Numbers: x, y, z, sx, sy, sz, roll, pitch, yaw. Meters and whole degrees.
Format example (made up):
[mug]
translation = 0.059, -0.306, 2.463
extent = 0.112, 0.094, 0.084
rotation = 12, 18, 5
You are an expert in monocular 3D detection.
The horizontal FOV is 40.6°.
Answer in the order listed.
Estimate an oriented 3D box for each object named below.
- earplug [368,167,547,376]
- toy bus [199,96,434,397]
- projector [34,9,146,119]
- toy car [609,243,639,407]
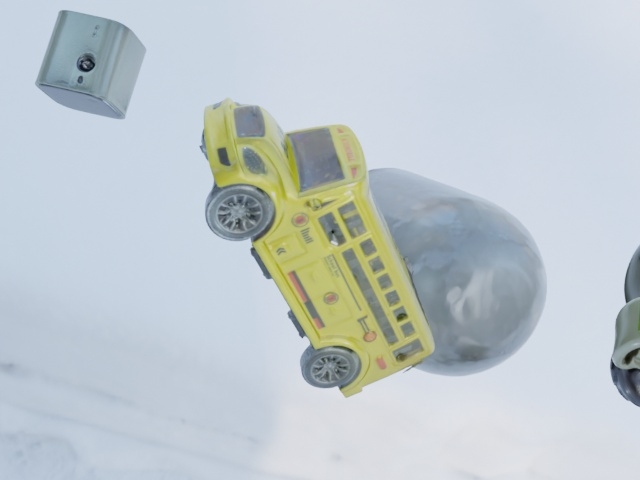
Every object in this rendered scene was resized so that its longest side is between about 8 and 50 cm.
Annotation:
[earplug]
translation = 0.186, 0.062, 1.450
extent = 0.312, 0.313, 0.394
rotation = -2, 15, -23
[toy bus]
translation = 0.000, 0.000, 0.871
extent = 0.152, 0.330, 0.144
rotation = -22, 37, 7
[projector]
translation = -0.238, -0.182, 0.904
extent = 0.083, 0.083, 0.082
rotation = 13, 81, 10
[toy car]
translation = 0.367, 0.049, 0.714
extent = 0.248, 0.204, 0.198
rotation = 27, 62, -23
